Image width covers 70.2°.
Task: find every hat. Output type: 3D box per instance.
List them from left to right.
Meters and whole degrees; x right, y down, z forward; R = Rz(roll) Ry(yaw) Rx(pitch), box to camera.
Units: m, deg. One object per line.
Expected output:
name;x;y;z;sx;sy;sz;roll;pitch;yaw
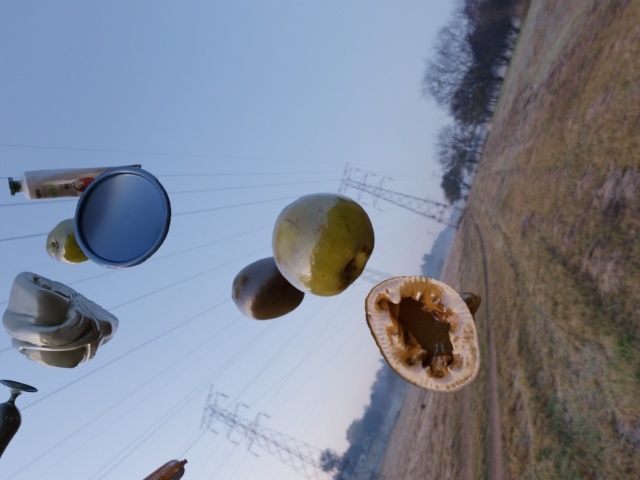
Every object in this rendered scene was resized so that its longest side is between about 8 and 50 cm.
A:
hat;0.244;0.152;0.976;0.233;0.244;0.234;-27;-48;-58

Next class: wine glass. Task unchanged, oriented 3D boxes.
wine glass;-0.873;0.504;1.231;0.103;0.103;0.231;69;-140;-67

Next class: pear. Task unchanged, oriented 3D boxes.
pear;-0.983;0.004;1.822;0.200;0.199;0.200;21;-90;-75
pear;0.000;0.000;0.912;0.209;0.208;0.209;21;-90;-75

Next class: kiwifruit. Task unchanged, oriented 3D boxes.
kiwifruit;-0.167;0.152;1.446;0.196;0.233;0.196;168;90;-83

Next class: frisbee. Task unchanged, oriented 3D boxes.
frisbee;-0.546;-0.062;1.273;0.049;0.289;0.290;50;-118;-79

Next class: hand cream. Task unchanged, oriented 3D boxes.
hand cream;-0.691;-0.164;1.303;0.335;0.076;0.121;-8;-35;-32

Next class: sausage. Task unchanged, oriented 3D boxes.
sausage;-0.496;0.729;1.346;0.234;0.071;0.071;-27;-40;-36

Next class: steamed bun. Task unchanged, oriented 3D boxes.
steamed bun;-0.897;0.298;1.549;0.255;0.342;0.368;-56;-9;-10
